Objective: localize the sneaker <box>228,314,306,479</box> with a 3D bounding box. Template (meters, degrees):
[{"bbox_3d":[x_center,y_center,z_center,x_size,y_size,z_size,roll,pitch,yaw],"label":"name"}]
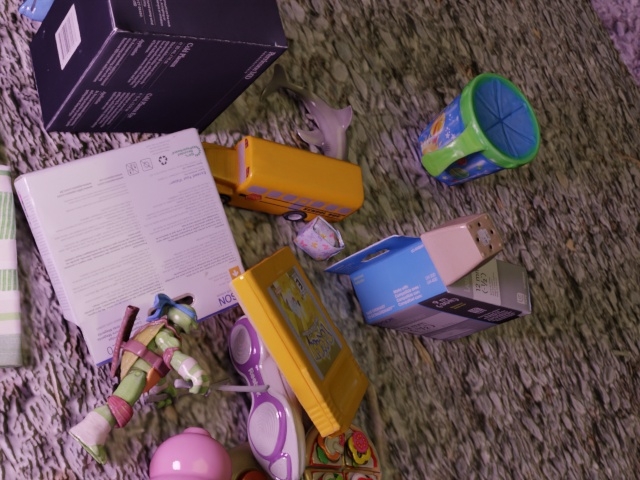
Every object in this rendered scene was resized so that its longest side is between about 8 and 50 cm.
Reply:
[{"bbox_3d":[-0.062,0.275,1.420,0.152,0.114,0.305,11,56,-46],"label":"sneaker"}]

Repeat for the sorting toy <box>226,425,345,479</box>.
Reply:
[{"bbox_3d":[-0.038,0.449,1.427,0.307,0.041,0.229,-13,79,-39],"label":"sorting toy"}]

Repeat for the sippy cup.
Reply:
[{"bbox_3d":[0.362,-0.245,1.901,0.305,0.224,0.240,10,65,-34],"label":"sippy cup"}]

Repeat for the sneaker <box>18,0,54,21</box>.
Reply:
[{"bbox_3d":[-0.517,-0.496,1.453,0.082,0.069,0.209,5,68,-31],"label":"sneaker"}]

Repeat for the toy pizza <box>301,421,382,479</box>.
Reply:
[{"bbox_3d":[0.046,0.422,1.473,0.201,0.032,0.201,22,54,-33],"label":"toy pizza"}]

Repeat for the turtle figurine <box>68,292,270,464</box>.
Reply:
[{"bbox_3d":[-0.243,0.251,1.250,0.266,0.198,0.275,-46,126,-23],"label":"turtle figurine"}]

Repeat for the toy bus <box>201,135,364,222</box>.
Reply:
[{"bbox_3d":[-0.084,-0.120,1.575,0.332,0.130,0.108,11,64,-33],"label":"toy bus"}]

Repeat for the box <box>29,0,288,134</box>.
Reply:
[{"bbox_3d":[-0.288,-0.334,1.376,0.312,0.343,0.179,-3,73,-38],"label":"box"}]

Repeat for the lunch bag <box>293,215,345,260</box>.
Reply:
[{"bbox_3d":[0.000,0.000,1.627,0.083,0.071,0.053,41,48,-13],"label":"lunch bag"}]

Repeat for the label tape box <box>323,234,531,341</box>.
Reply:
[{"bbox_3d":[0.215,0.104,1.626,0.347,0.249,0.115,13,63,-32],"label":"label tape box"}]

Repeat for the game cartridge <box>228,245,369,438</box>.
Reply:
[{"bbox_3d":[-0.026,0.175,1.451,0.324,0.052,0.285,57,15,-1],"label":"game cartridge"}]

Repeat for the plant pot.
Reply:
[{"bbox_3d":[0.273,0.007,1.481,0.109,0.096,0.109,-23,86,-42],"label":"plant pot"}]

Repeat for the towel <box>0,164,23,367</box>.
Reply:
[{"bbox_3d":[-0.576,0.032,1.191,0.248,0.038,0.325,2,74,-37],"label":"towel"}]

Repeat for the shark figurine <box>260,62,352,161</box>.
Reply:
[{"bbox_3d":[0.008,-0.280,1.728,0.278,0.116,0.166,54,48,-8],"label":"shark figurine"}]

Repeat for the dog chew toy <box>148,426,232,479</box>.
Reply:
[{"bbox_3d":[-0.211,0.446,1.204,0.206,0.206,0.332,25,51,-27],"label":"dog chew toy"}]

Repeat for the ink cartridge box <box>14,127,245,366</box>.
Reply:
[{"bbox_3d":[-0.308,0.003,1.369,0.324,0.071,0.330,-22,97,-35],"label":"ink cartridge box"}]
